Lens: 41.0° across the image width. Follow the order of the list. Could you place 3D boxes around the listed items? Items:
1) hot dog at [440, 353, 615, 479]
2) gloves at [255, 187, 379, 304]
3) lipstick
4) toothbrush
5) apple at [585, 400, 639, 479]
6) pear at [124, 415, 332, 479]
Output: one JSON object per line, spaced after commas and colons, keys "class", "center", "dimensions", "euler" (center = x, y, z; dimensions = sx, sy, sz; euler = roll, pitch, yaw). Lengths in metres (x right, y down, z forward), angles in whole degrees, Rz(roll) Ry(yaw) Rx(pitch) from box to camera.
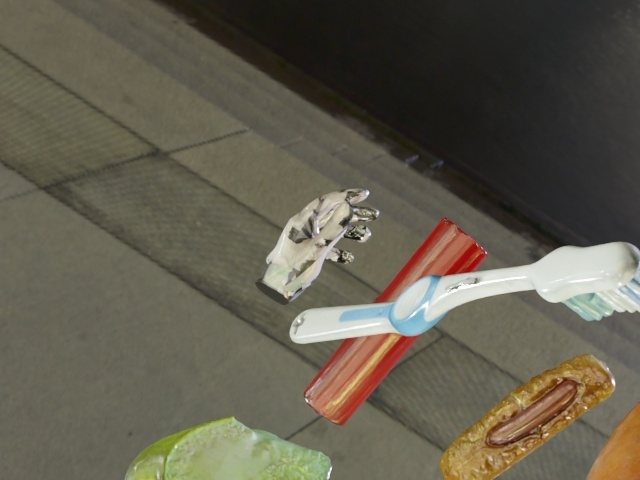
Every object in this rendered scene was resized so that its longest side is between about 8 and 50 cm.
{"class": "hot dog", "center": [0.220, 0.195, 0.927], "dimensions": [0.066, 0.216, 0.047], "euler": [57, 6, 22]}
{"class": "gloves", "center": [-0.007, -0.003, 1.290], "dimensions": [0.111, 0.127, 0.212], "euler": [26, 73, 25]}
{"class": "lipstick", "center": [0.087, 0.101, 1.032], "dimensions": [0.073, 0.279, 0.073], "euler": [39, 4, -3]}
{"class": "toothbrush", "center": [0.055, 0.040, 0.529], "dimensions": [0.040, 0.386, 0.040], "euler": [4, 80, -25]}
{"class": "apple", "center": [0.308, 0.207, 0.624], "dimensions": [0.254, 0.253, 0.253], "euler": [15, 45, -15]}
{"class": "pear", "center": [-0.142, 0.390, 1.176], "dimensions": [0.282, 0.176, 0.286], "euler": [25, 39, -14]}
